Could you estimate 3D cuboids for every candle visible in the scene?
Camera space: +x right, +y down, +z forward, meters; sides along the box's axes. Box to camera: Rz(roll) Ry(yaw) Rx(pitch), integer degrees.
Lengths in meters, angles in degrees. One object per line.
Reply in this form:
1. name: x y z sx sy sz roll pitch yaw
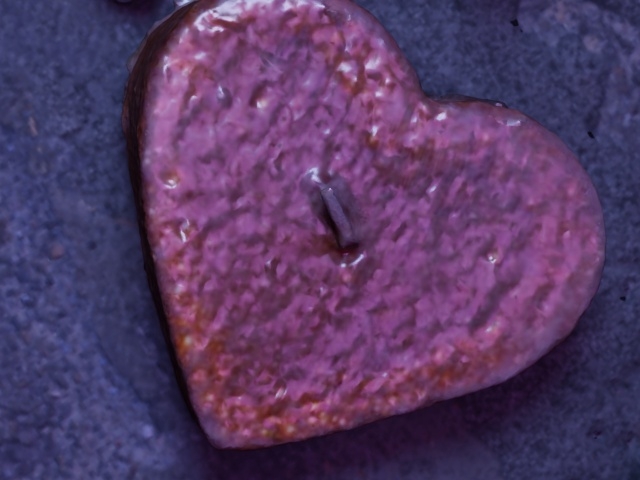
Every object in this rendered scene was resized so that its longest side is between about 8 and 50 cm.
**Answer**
1. candle: 0.000 0.000 1.101 0.317 0.131 0.287 35 90 -11

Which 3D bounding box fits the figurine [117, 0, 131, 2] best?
1. figurine: -0.106 -0.202 1.135 0.086 0.082 0.094 -17 80 7
